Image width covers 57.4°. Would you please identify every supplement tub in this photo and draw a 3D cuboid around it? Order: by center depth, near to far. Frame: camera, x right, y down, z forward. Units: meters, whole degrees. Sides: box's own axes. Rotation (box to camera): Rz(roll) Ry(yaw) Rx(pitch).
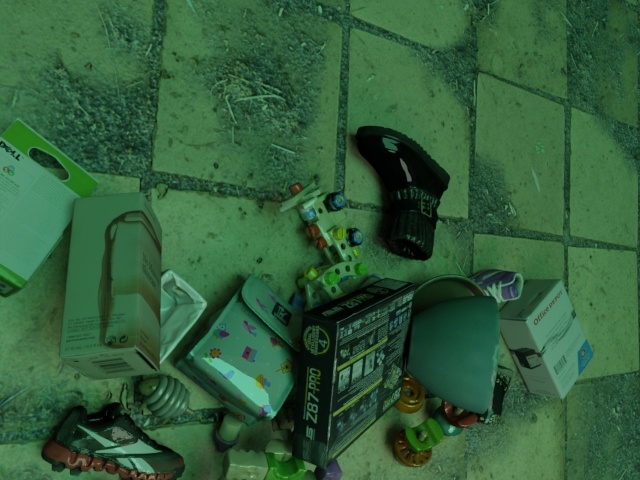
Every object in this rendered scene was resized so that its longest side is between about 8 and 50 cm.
[{"bbox_3d":[0.127,0.143,1.503,0.107,0.071,0.071,-43,110,-29],"label":"supplement tub"}]

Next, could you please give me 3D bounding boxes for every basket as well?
[{"bbox_3d":[-0.330,0.152,1.167,0.113,0.103,0.167,48,62,-23],"label":"basket"}]

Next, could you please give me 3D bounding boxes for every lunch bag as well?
[{"bbox_3d":[-0.139,0.222,1.251,0.223,0.160,0.262,42,56,-6],"label":"lunch bag"}]

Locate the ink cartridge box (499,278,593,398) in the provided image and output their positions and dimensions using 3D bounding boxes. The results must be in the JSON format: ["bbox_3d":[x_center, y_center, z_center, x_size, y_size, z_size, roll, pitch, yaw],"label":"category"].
[{"bbox_3d":[0.715,0.307,1.862,0.223,0.129,0.307,-38,108,-30],"label":"ink cartridge box"}]

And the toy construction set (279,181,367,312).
[{"bbox_3d":[0.000,0.000,1.382,0.215,0.151,0.327,-36,119,-36],"label":"toy construction set"}]

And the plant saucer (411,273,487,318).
[{"bbox_3d":[0.340,0.224,1.607,0.278,0.041,0.277,-2,101,-13],"label":"plant saucer"}]

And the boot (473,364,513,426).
[{"bbox_3d":[0.467,0.443,1.712,0.236,0.085,0.178,21,78,-32],"label":"boot"}]

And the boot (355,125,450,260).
[{"bbox_3d":[0.201,-0.119,1.533,0.348,0.131,0.260,30,71,-30],"label":"boot"}]

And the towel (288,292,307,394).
[{"bbox_3d":[-0.008,0.287,1.424,0.285,0.034,0.209,41,65,-25],"label":"towel"}]

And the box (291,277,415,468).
[{"bbox_3d":[0.087,0.276,1.322,0.395,0.097,0.318,-16,112,-58],"label":"box"}]

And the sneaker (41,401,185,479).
[{"bbox_3d":[-0.375,0.389,1.124,0.276,0.098,0.135,26,75,-29],"label":"sneaker"}]

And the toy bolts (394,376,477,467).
[{"bbox_3d":[0.278,0.485,1.580,0.228,0.158,0.218,-8,51,-25],"label":"toy bolts"}]

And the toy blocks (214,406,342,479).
[{"bbox_3d":[-0.116,0.558,1.254,0.289,0.309,0.260,12,113,-22],"label":"toy blocks"}]

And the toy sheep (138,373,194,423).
[{"bbox_3d":[-0.311,0.319,1.183,0.132,0.091,0.091,41,66,-30],"label":"toy sheep"}]

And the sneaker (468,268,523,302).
[{"bbox_3d":[0.473,0.155,1.688,0.282,0.161,0.102,-31,106,-31],"label":"sneaker"}]

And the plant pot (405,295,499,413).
[{"bbox_3d":[0.319,0.271,1.467,0.195,0.290,0.290,7,81,7],"label":"plant pot"}]

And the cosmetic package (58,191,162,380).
[{"bbox_3d":[-0.360,0.079,1.036,0.129,0.153,0.296,-7,63,-2],"label":"cosmetic package"}]

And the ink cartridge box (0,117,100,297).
[{"bbox_3d":[-0.548,-0.058,1.038,0.189,0.097,0.255,42,51,-25],"label":"ink cartridge box"}]
